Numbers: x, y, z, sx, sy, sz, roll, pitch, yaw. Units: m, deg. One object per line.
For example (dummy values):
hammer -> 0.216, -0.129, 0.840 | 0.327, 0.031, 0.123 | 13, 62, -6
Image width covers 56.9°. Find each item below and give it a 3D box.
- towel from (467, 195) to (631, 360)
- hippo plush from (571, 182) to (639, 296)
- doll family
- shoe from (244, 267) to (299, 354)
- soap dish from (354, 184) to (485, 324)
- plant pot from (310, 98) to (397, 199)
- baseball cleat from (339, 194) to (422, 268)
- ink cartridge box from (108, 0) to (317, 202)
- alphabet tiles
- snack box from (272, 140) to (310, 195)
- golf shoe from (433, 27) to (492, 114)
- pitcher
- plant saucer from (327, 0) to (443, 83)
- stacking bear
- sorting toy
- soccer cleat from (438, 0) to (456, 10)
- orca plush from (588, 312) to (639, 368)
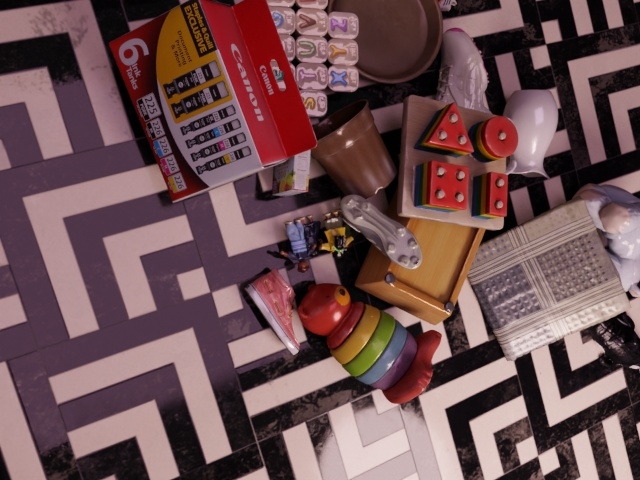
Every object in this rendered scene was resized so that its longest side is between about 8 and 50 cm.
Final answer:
towel -> 0.535, 0.094, 1.413 | 0.324, 0.056, 0.312 | -26, 98, 10
hippo plush -> 0.746, 0.000, 1.502 | 0.294, 0.234, 0.236 | 6, 114, -15
doll family -> 0.000, 0.000, 1.259 | 0.193, 0.076, 0.111 | -12, 99, -16
shoe -> -0.076, 0.147, 1.230 | 0.081, 0.063, 0.178 | -35, 98, -12
soap dish -> 0.236, 0.018, 1.321 | 0.229, 0.118, 0.290 | 27, 81, -19
plant pot -> 0.069, -0.180, 1.243 | 0.167, 0.167, 0.165 | -40, 110, -16
baseball cleat -> 0.124, -0.020, 1.223 | 0.206, 0.109, 0.072 | 45, 85, -2
ink cartridge box -> -0.190, -0.263, 1.078 | 0.272, 0.130, 0.309 | -18, 98, 22
alphabet tiles -> -0.053, -0.401, 1.239 | 0.278, 0.021, 0.283 | 0, 92, -12
snack box -> -0.061, -0.144, 1.195 | 0.037, 0.141, 0.100 | 5, 88, -21
golf shoe -> 0.310, -0.331, 1.357 | 0.140, 0.115, 0.306 | -16, 94, -17
pitcher -> 0.479, -0.253, 1.411 | 0.178, 0.125, 0.207 | -3, 100, -29
plant saucer -> 0.143, -0.485, 1.322 | 0.278, 0.041, 0.277 | 0, 91, -17
stacking bear -> 0.084, 0.198, 1.246 | 0.289, 0.164, 0.175 | 37, 40, -5
sorting toy -> 0.300, -0.166, 1.241 | 0.257, 0.089, 0.255 | 7, 83, -22
soccer cleat -> 0.287, -0.552, 1.391 | 0.083, 0.029, 0.035 | -39, 99, -21
orca plush -> 0.788, 0.239, 1.539 | 0.151, 0.102, 0.287 | -37, 102, -17
